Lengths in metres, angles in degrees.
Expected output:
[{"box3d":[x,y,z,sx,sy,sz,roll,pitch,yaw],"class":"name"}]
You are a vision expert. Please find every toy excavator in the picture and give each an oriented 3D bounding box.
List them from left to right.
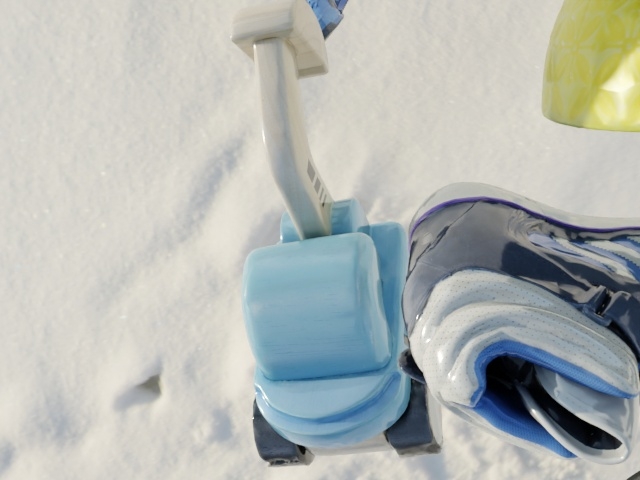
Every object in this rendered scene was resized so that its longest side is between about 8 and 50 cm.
[{"box3d":[0.000,0.000,1.105,0.222,0.445,0.433,-7,50,16],"class":"toy excavator"}]

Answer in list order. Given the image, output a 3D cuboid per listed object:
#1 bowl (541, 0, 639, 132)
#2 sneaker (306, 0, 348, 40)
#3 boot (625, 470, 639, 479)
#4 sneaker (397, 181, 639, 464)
[{"box3d":[0.281,-0.169,0.585,0.289,0.289,0.156,1,107,27],"class":"bowl"},{"box3d":[-0.008,-0.341,1.347,0.082,0.209,0.069,36,127,-16],"class":"sneaker"},{"box3d":[0.161,0.181,0.229,0.094,0.207,0.246,-13,80,-4],"class":"boot"},{"box3d":[0.211,0.082,0.654,0.323,0.236,0.130,15,124,-9],"class":"sneaker"}]
